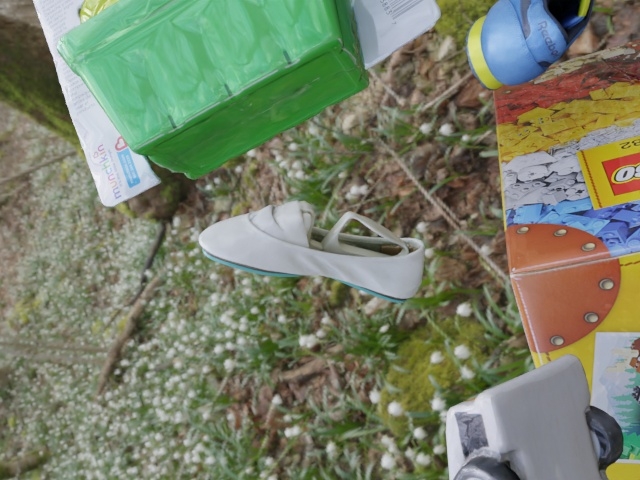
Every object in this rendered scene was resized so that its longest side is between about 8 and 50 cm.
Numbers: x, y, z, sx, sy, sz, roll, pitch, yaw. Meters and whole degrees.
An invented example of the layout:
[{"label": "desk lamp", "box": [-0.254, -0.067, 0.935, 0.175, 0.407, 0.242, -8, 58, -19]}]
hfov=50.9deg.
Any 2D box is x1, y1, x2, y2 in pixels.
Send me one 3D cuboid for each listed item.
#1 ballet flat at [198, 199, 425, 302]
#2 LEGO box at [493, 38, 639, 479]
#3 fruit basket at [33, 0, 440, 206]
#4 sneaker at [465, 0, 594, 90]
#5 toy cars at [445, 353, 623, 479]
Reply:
[{"label": "ballet flat", "box": [0.000, 0.000, 1.147, 0.139, 0.400, 0.139, -166, 90, -74]}, {"label": "LEGO box", "box": [0.318, 0.112, 0.620, 0.193, 0.373, 0.500, -14, 117, 20]}, {"label": "fruit basket", "box": [-0.108, -0.249, 0.598, 0.326, 0.165, 0.353, -27, 69, 12]}, {"label": "sneaker", "box": [0.188, -0.192, 0.531, 0.082, 0.209, 0.069, -14, 122, 45]}, {"label": "toy cars", "box": [0.175, 0.229, 0.383, 0.393, 0.177, 0.087, 44, 146, -20]}]
